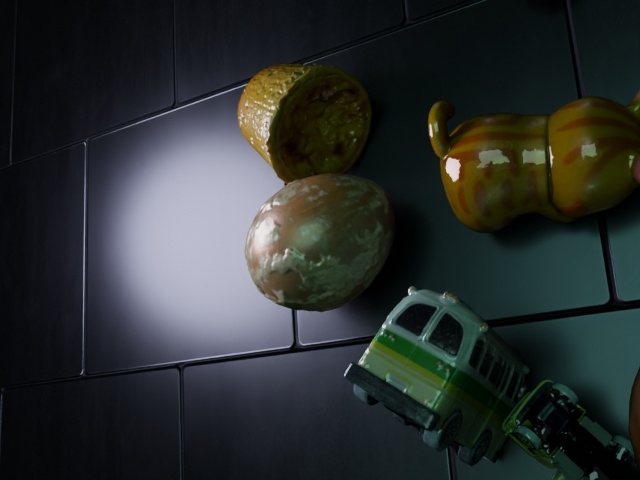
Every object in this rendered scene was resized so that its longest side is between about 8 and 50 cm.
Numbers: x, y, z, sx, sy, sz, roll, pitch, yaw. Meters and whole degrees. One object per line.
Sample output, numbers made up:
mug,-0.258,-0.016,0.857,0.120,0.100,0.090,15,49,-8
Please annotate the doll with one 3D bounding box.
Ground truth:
doll,0.289,-0.103,1.000,0.269,0.162,0.167,-3,63,21

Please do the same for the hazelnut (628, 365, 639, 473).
hazelnut,0.483,0.216,0.726,0.366,0.366,0.366,-7,76,31

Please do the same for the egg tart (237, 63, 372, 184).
egg tart,-0.034,-0.190,1.213,0.147,0.202,0.202,31,97,47

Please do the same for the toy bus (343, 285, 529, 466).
toy bus,0.164,0.175,0.951,0.133,0.276,0.165,28,84,35

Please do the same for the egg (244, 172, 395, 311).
egg,0.000,0.000,1.131,0.245,0.203,0.203,-34,64,21

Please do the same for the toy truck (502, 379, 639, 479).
toy truck,0.313,0.264,0.927,0.191,0.116,0.085,41,73,9
